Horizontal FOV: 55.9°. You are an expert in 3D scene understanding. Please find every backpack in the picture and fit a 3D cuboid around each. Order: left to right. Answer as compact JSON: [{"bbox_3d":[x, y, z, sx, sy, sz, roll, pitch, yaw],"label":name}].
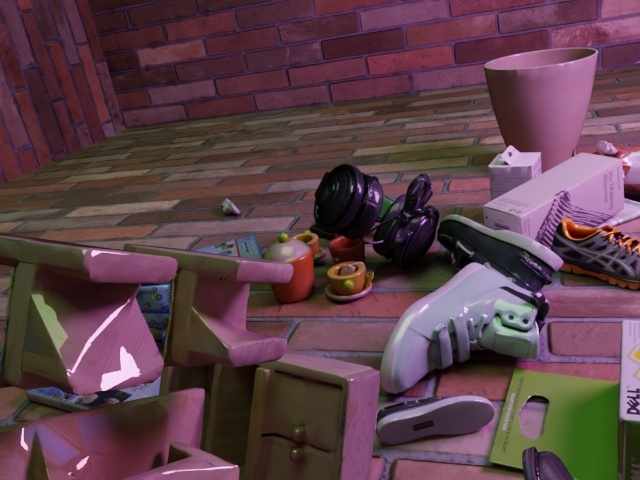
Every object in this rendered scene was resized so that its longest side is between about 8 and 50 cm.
[{"bbox_3d":[-0.229,0.109,0.988,0.173,0.117,0.158,-5,-5,4],"label":"backpack"}]

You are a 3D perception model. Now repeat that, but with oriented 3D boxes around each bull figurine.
[{"bbox_3d":[0.637,-0.145,1.226,0.310,0.101,0.188,5,4,24],"label":"bull figurine"}]

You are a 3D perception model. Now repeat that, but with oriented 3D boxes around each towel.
[{"bbox_3d":[0.553,-0.056,1.200,0.151,0.023,0.113,-17,22,-16],"label":"towel"}]

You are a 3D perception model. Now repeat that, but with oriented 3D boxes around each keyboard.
[{"bbox_3d":[0.055,-0.050,1.418,0.180,0.023,0.108,-28,34,-37],"label":"keyboard"}]

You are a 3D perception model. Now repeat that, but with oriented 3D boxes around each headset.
[{"bbox_3d":[0.119,-0.065,1.106,0.243,0.185,0.394,26,13,-6],"label":"headset"}]

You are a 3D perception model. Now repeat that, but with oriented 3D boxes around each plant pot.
[{"bbox_3d":[0.541,-0.309,1.484,0.256,0.274,0.256,-9,21,3],"label":"plant pot"}]

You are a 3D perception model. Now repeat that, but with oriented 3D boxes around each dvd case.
[{"bbox_3d":[-0.311,0.212,0.951,0.252,0.022,0.180,3,25,30],"label":"dvd case"}]

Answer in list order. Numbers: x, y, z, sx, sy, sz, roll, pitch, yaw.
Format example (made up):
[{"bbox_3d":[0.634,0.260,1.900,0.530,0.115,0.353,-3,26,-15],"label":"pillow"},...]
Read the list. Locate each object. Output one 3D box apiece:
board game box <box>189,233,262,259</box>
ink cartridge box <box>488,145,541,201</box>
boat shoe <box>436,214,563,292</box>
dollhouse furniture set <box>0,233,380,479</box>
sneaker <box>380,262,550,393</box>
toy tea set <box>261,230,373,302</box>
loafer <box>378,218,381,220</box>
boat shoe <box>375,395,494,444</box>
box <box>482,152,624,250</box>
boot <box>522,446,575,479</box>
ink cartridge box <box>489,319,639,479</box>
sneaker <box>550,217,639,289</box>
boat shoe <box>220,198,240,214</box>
[{"bbox_3d":[-0.229,0.052,1.277,0.211,0.039,0.160,-13,22,-8],"label":"board game box"},{"bbox_3d":[0.408,-0.120,1.258,0.089,0.143,0.092,3,26,30],"label":"ink cartridge box"},{"bbox_3d":[0.271,0.028,1.021,0.091,0.114,0.302,-55,16,-3],"label":"boat shoe"},{"bbox_3d":[-0.153,0.185,0.531,0.256,0.363,0.394,5,-1,32],"label":"dollhouse furniture set"},{"bbox_3d":[0.202,0.131,0.807,0.256,0.094,0.151,-37,42,-28],"label":"sneaker"},{"bbox_3d":[0.000,0.000,1.182,0.199,0.124,0.336,-8,22,8],"label":"toy tea set"},{"bbox_3d":[0.169,-0.068,1.389,0.125,0.045,0.039,3,8,15],"label":"loafer"},{"bbox_3d":[0.134,0.207,0.724,0.142,0.049,0.040,-12,22,3],"label":"boat shoe"},{"bbox_3d":[0.436,-0.060,1.120,0.275,0.113,0.094,-28,27,-22],"label":"box"},{"bbox_3d":[0.305,0.230,0.462,0.228,0.091,0.263,-29,33,4],"label":"boot"},{"bbox_3d":[0.327,0.172,0.655,0.255,0.097,0.189,2,25,26],"label":"ink cartridge box"},{"bbox_3d":[0.475,0.018,0.977,0.214,0.083,0.084,11,29,40],"label":"sneaker"},{"bbox_3d":[-0.247,-0.085,1.633,0.035,0.035,0.100,-44,33,-7],"label":"boat shoe"}]
